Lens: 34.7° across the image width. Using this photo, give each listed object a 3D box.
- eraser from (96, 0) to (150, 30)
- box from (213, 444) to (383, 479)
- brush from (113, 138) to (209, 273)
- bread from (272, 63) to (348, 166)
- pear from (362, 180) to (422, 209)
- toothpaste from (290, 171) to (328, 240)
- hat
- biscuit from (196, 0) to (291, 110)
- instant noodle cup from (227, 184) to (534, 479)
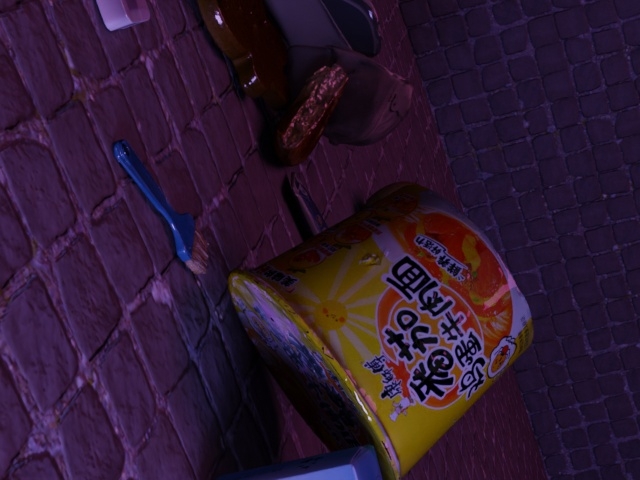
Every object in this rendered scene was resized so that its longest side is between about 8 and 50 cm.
[{"bbox_3d":[-0.192,-0.247,0.937,0.065,0.026,0.105,-50,123,-71],"label":"eraser"},{"bbox_3d":[-0.002,0.300,0.849,0.083,0.142,0.232,-7,83,-75],"label":"box"},{"bbox_3d":[-0.142,-0.031,0.925,0.051,0.014,0.164,-93,160,-45],"label":"brush"},{"bbox_3d":[-0.024,-0.146,1.352,0.154,0.054,0.136,-54,171,-25],"label":"bread"},{"bbox_3d":[0.146,-0.021,1.737,0.167,0.136,0.167,53,12,-17],"label":"pear"},{"bbox_3d":[0.000,0.000,1.380,0.057,0.034,0.197,-89,156,-64],"label":"toothpaste"},{"bbox_3d":[0.006,-0.252,1.437,0.275,0.161,0.232,51,-11,-13],"label":"hat"},{"bbox_3d":[-0.099,-0.266,1.275,0.236,0.039,0.180,53,28,-53],"label":"biscuit"},{"bbox_3d":[0.064,0.081,0.987,0.264,0.200,0.264,49,-17,20],"label":"instant noodle cup"}]
